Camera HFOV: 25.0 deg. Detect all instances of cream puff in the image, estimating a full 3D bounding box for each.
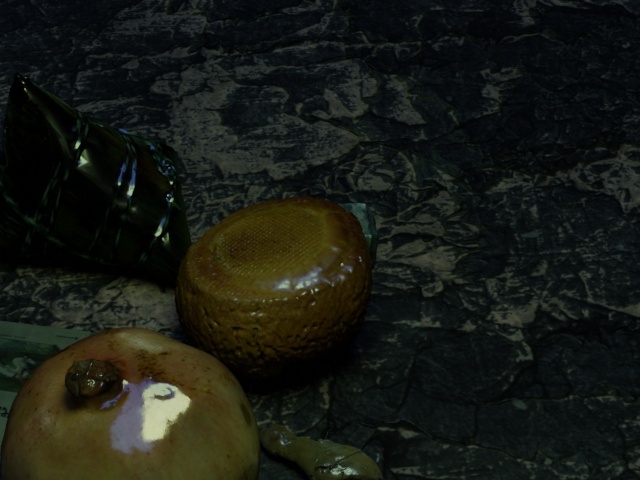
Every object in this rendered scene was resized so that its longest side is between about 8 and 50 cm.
[{"bbox_3d":[-0.065,0.080,2.141,0.303,0.212,0.303,-7,40,6],"label":"cream puff"}]

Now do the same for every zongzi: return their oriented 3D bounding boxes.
[{"bbox_3d":[-0.417,-0.047,2.310,0.383,0.362,0.319,28,29,-30],"label":"zongzi"}]

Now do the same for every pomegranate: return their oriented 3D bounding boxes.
[{"bbox_3d":[-0.245,0.255,1.849,0.338,0.338,0.338,1,42,-1],"label":"pomegranate"}]

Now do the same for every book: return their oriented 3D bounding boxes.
[{"bbox_3d":[-0.457,0.222,2.101,0.215,0.025,0.282,6,40,2],"label":"book"}]

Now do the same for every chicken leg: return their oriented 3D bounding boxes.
[{"bbox_3d":[-0.006,0.302,1.999,0.198,0.069,0.085,22,43,31],"label":"chicken leg"}]

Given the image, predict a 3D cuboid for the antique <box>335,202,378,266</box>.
[{"bbox_3d":[0.000,0.000,2.321,0.183,0.088,0.086,-3,43,-6],"label":"antique"}]
